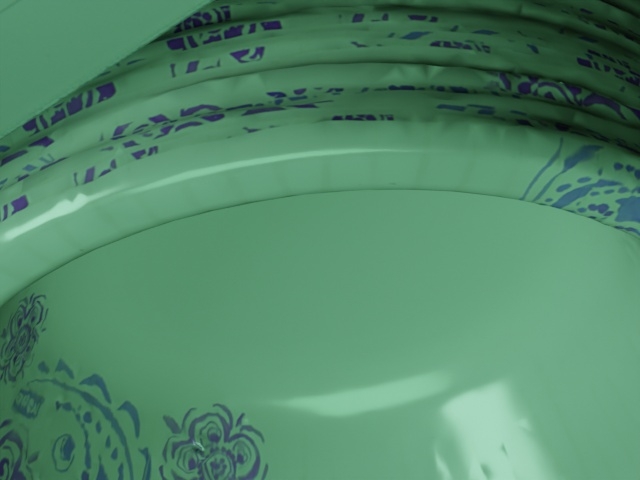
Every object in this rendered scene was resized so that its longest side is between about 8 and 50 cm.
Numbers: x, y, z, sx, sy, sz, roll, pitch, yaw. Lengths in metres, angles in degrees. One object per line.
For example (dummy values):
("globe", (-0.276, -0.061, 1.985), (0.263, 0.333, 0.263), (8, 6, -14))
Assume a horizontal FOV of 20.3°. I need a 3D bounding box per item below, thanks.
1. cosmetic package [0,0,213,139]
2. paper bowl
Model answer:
("cosmetic package", (-0.069, -0.186, 0.361), (0.377, 0.097, 0.284), (-30, 128, 17))
("paper bowl", (0.000, 0.000, 0.589), (0.284, 0.148, 0.284), (-3, 146, -2))
